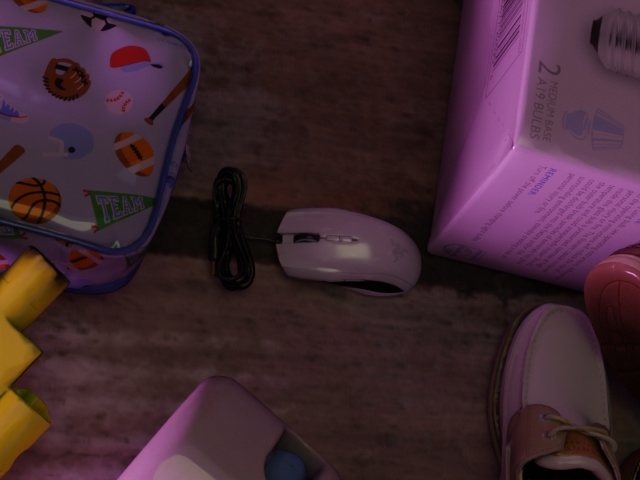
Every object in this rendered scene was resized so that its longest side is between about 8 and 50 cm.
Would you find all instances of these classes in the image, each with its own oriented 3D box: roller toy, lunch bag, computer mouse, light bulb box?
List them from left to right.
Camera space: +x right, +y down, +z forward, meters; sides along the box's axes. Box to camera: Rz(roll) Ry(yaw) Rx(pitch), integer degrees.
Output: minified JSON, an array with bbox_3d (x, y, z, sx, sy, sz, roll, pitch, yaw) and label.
[{"bbox_3d":[-0.247,-0.099,1.140,0.303,0.115,0.243,16,64,-9],"label":"lunch bag"},{"bbox_3d":[-0.085,0.211,1.022,0.146,0.191,0.209,41,64,1],"label":"roller toy"},{"bbox_3d":[0.000,0.000,1.210,0.193,0.042,0.106,8,67,-13],"label":"computer mouse"},{"bbox_3d":[0.316,-0.140,1.255,0.361,0.225,0.358,14,67,-10],"label":"light bulb box"}]

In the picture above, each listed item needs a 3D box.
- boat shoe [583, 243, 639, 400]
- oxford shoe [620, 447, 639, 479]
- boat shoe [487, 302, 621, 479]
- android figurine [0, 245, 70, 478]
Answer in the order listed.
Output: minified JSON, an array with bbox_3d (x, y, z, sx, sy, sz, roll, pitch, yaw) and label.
[{"bbox_3d":[0.362,0.109,1.207,0.342,0.123,0.123,43,62,-14],"label":"boat shoe"},{"bbox_3d":[0.302,0.323,1.124,0.123,0.130,0.348,3,69,-15],"label":"oxford shoe"},{"bbox_3d":[0.201,0.187,1.162,0.113,0.103,0.302,10,67,-12],"label":"boat shoe"},{"bbox_3d":[-0.316,0.084,0.998,0.248,0.056,0.273,46,78,-3],"label":"android figurine"}]
